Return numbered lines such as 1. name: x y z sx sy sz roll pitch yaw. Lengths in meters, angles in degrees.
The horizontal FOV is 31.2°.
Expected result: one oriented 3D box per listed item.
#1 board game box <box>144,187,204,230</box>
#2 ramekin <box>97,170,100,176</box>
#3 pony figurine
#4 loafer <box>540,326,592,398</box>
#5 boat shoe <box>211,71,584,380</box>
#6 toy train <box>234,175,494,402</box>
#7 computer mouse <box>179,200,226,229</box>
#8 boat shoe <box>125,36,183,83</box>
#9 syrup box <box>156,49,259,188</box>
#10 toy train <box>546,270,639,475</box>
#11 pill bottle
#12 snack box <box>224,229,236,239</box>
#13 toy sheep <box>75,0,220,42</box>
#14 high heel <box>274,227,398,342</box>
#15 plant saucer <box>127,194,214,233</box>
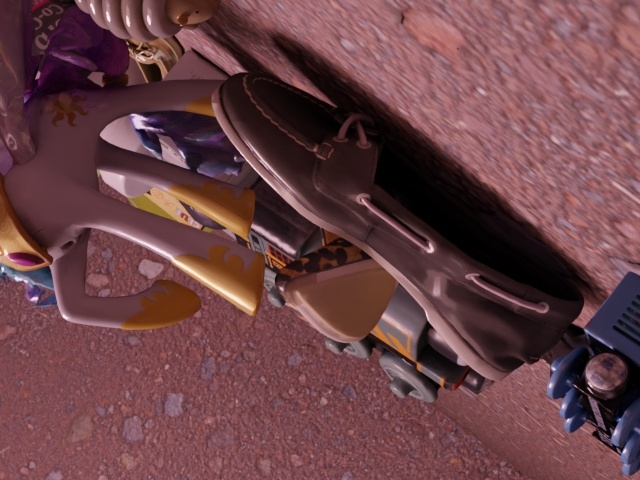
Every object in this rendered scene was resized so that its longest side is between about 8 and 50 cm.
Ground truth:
1. board game box: -0.220 -0.130 1.472 0.243 0.042 0.165 38 143 -1
2. ramekin: -0.438 -0.159 1.669 0.148 0.303 0.303 43 175 15
3. pony figurine: -0.225 -0.088 0.966 0.363 0.351 0.303 10 147 -10
4. loafer: 0.229 0.115 1.059 0.062 0.061 0.170 37 174 -10
5. boat shoe: 0.067 -0.030 0.896 0.335 0.095 0.112 42 -152 -12
6. toy train: 0.049 0.042 1.223 0.334 0.142 0.190 35 163 19
7. computer mouse: -0.190 -0.102 1.407 0.242 0.041 0.071 47 143 -13
8. boat shoe: -0.170 -0.183 1.151 0.056 0.048 0.153 35 173 18
9. syrup box: -0.113 -0.101 1.211 0.093 0.096 0.237 38 174 10
10. toy train: 0.222 0.099 0.809 0.080 0.105 0.184 37 173 29
11. pill bottle: -0.285 -0.179 1.297 0.278 0.162 0.162 35 173 11
12. snack box: -0.126 -0.052 1.698 0.174 0.070 0.207 35 173 27
13. toy sheep: -0.133 -0.184 0.818 0.132 0.091 0.091 16 167 15
14. high heel: 0.000 0.000 1.017 0.186 0.093 0.261 43 -158 29
15. plant saucer: -0.235 -0.100 1.616 0.241 0.037 0.241 33 142 30
